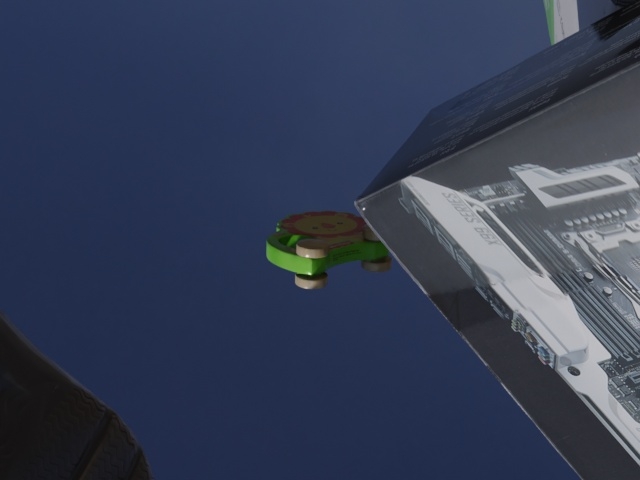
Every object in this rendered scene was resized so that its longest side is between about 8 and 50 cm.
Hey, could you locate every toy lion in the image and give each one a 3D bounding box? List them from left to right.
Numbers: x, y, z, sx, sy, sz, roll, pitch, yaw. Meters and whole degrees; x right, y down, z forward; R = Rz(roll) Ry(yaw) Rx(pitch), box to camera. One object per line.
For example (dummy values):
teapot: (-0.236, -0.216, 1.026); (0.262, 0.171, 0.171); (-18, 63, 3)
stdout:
toy lion: (0.000, 0.000, 1.226); (0.100, 0.034, 0.096); (-14, -156, -38)

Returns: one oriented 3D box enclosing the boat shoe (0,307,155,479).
boat shoe: (-0.164, 0.016, 0.475); (0.116, 0.324, 0.123); (22, -123, 39)

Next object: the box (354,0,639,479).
box: (0.193, 0.011, 0.604); (0.242, 0.307, 0.076); (50, -128, -13)

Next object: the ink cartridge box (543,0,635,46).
ink cartridge box: (0.168, -0.170, 0.735); (0.115, 0.273, 0.198); (-4, -126, 0)
